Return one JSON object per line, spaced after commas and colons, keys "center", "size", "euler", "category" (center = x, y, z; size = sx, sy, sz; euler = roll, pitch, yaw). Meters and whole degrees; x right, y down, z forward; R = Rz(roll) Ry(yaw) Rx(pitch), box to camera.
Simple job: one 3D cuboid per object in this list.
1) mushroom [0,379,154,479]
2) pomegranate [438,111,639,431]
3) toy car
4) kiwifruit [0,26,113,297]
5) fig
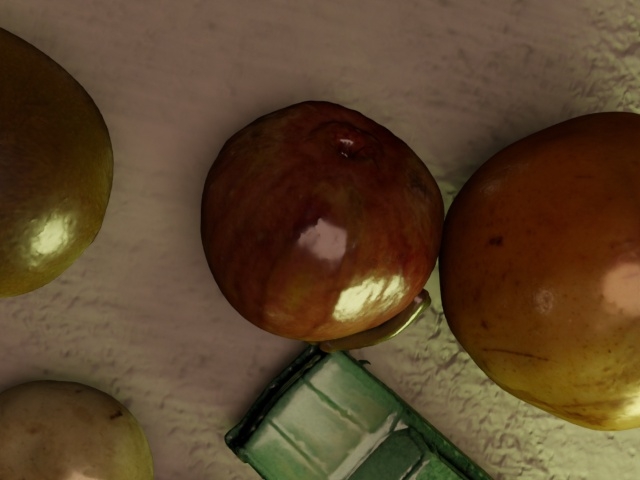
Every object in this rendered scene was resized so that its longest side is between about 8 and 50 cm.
{"center": [-0.215, 0.192, 1.048], "size": [0.166, 0.127, 0.166], "euler": [0, 81, 0], "category": "mushroom"}
{"center": [0.231, 0.026, 1.039], "size": [0.264, 0.264, 0.264], "euler": [-2, 101, -12], "category": "pomegranate"}
{"center": [0.077, 0.223, 1.130], "size": [0.321, 0.097, 0.141], "euler": [43, 88, -17], "category": "toy car"}
{"center": [-0.262, -0.059, 0.956], "size": [0.234, 0.196, 0.196], "euler": [34, 92, -23], "category": "kiwifruit"}
{"center": [-0.001, -0.001, 1.033], "size": [0.205, 0.205, 0.205], "euler": [-2, 101, -12], "category": "fig"}
